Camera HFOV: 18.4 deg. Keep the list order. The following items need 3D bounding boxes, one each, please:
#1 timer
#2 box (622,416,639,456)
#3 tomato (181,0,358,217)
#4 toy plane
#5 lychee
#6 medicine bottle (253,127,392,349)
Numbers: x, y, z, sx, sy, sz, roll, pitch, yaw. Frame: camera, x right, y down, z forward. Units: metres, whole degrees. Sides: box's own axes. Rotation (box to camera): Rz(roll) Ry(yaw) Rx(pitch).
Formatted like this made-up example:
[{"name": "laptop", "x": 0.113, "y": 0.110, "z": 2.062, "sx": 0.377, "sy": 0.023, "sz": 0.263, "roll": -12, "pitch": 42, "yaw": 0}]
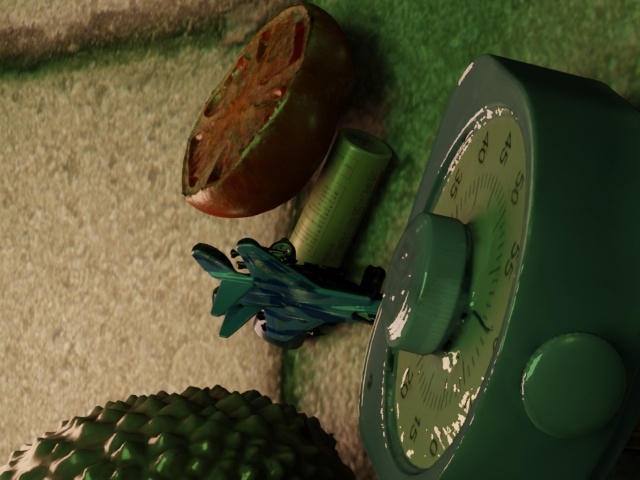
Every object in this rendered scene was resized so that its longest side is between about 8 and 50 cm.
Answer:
[{"name": "timer", "x": 0.147, "y": 0.051, "z": 1.600, "sx": 0.395, "sy": 0.173, "sz": 0.395, "roll": -165, "pitch": 90, "yaw": -77}, {"name": "box", "x": 0.266, "y": 0.155, "z": 1.601, "sx": 0.105, "sy": 0.105, "sz": 0.037, "roll": -4, "pitch": 78, "yaw": 50}, {"name": "tomato", "x": -0.042, "y": -0.119, "z": 1.969, "sx": 0.237, "sy": 0.095, "sz": 0.237, "roll": -48, "pitch": 21, "yaw": 26}, {"name": "toy plane", "x": 0.002, "y": 0.049, "z": 1.899, "sx": 0.246, "sy": 0.169, "sz": 0.078, "roll": -2, "pitch": 54, "yaw": 12}, {"name": "lychee", "x": -0.151, "y": 0.322, "z": 1.879, "sx": 0.432, "sy": 0.380, "sz": 0.380, "roll": -38, "pitch": 57, "yaw": 20}, {"name": "medicine bottle", "x": 0.000, "y": 0.000, "z": 1.972, "sx": 0.059, "sy": 0.059, "sz": 0.231, "roll": 47, "pitch": 121, "yaw": 42}]
